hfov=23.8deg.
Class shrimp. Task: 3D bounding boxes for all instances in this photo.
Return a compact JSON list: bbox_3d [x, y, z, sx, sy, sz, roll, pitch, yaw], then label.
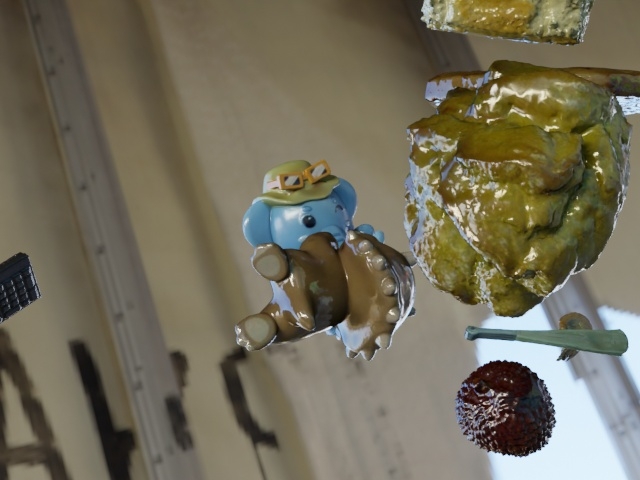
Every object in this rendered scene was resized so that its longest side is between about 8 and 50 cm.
[{"bbox_3d":[0.398,0.153,2.432,0.108,0.059,0.023,-37,-3,-40],"label":"shrimp"}]

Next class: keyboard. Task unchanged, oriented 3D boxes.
[{"bbox_3d":[-0.488,0.122,1.893,0.309,0.018,0.101,-34,-34,-22],"label":"keyboard"}]

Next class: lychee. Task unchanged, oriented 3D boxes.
[{"bbox_3d":[0.235,0.216,1.905,0.123,0.129,0.123,-31,12,7],"label":"lychee"}]

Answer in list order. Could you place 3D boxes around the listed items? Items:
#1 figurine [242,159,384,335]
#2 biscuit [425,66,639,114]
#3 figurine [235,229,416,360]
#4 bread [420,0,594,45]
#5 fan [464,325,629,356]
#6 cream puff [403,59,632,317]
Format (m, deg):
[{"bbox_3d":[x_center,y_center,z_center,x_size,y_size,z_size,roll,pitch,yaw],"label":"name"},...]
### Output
[{"bbox_3d":[-0.003,0.001,2.306,0.180,0.262,0.154,-32,11,0],"label":"figurine"},{"bbox_3d":[0.311,-0.198,2.031,0.359,0.046,0.359,1,-1,0],"label":"biscuit"},{"bbox_3d":[0.033,0.076,2.049,0.247,0.173,0.177,2,-77,-59],"label":"figurine"},{"bbox_3d":[0.243,-0.323,1.994,0.245,0.121,0.174,11,6,10],"label":"bread"},{"bbox_3d":[0.263,0.113,1.770,0.193,0.038,0.016,5,-46,-4],"label":"fan"},{"bbox_3d":[0.177,-0.052,1.397,0.244,0.244,0.196,-32,-50,19],"label":"cream puff"}]
